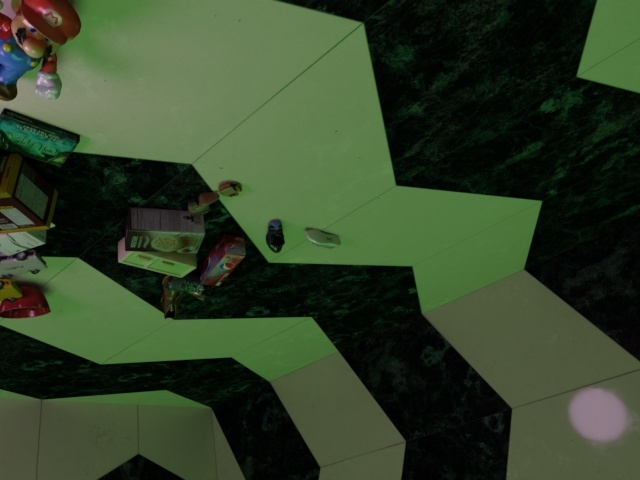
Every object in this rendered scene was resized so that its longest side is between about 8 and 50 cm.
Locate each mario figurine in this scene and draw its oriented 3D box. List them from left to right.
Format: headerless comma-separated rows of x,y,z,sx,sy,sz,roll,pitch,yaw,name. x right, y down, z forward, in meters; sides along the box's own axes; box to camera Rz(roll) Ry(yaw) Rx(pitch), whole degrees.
-0.616,-0.384,1.060,0.320,0.170,0.198,-21,-175,30,mario figurine

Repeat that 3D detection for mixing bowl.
-1.140,0.233,2.009,0.181,0.098,0.181,-11,164,-3,mixing bowl

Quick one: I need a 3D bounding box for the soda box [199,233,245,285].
-0.388,0.080,2.055,0.083,0.092,0.263,10,145,-33,soda box

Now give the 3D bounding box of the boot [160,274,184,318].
-0.620,0.236,2.221,0.112,0.115,0.305,4,145,-21,boot

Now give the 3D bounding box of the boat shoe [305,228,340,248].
0.000,0.000,2.107,0.184,0.066,0.063,6,147,-47,boat shoe

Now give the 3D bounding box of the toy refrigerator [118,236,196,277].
-0.599,0.058,1.934,0.102,0.094,0.269,-31,146,30,toy refrigerator

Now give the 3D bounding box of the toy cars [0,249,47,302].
-1.118,0.117,1.850,0.393,0.087,0.176,-36,137,30,toy cars

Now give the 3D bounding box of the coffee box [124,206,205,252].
-0.536,-0.032,1.794,0.246,0.098,0.141,2,147,-25,coffee box

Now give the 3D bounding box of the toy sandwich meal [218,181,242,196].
-0.297,-0.163,1.726,0.085,0.029,0.086,-9,151,-5,toy sandwich meal

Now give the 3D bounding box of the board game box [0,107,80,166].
-0.752,-0.265,1.373,0.186,0.026,0.126,18,139,-42,board game box

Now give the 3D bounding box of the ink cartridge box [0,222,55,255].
-0.966,-0.021,1.684,0.180,0.060,0.104,-17,150,8,ink cartridge box

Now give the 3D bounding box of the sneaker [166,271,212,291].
-0.521,0.170,2.095,0.098,0.083,0.223,22,-172,17,sneaker

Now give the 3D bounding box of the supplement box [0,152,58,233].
-0.878,-0.124,1.442,0.191,0.129,0.194,-5,151,5,supplement box

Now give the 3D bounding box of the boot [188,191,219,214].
-0.390,-0.122,1.761,0.118,0.042,0.087,-11,157,-1,boot

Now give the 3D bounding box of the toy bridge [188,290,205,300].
-0.550,0.222,2.284,0.063,0.026,0.188,18,161,4,toy bridge

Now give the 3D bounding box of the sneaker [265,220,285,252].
-0.174,0.000,2.013,0.067,0.078,0.188,-7,151,-10,sneaker
